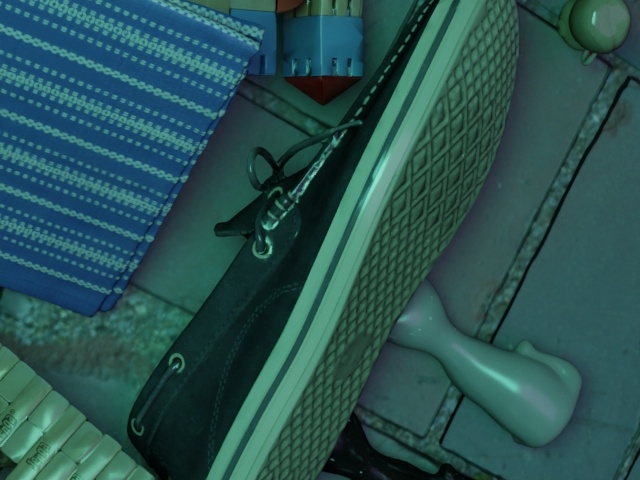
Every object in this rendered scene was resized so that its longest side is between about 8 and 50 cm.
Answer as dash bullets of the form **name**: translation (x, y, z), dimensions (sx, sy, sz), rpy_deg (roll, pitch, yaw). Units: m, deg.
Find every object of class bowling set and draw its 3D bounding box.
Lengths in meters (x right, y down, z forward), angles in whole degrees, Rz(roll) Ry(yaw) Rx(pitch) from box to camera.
- **bowling set**: translation (0.151, -0.288, 1.220), dimensions (0.199, 0.154, 0.287), rpy_deg (-4, 97, 0)

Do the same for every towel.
- **towel**: translation (-0.213, -0.080, 1.035), dimensions (0.243, 0.336, 0.040), rpy_deg (20, 45, -18)

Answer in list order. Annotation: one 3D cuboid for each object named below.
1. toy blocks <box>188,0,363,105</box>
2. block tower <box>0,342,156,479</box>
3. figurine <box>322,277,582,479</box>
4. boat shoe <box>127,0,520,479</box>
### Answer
- **toy blocks**: translation (-0.100, -0.235, 1.083), dimensions (0.381, 0.190, 0.261), rpy_deg (-4, 96, -44)
- **block tower**: translation (-0.224, 0.153, 1.067), dimensions (0.335, 0.091, 0.097), rpy_deg (38, 73, 8)
- **figurine**: translation (0.094, 0.150, 1.250), dimensions (0.209, 0.092, 0.215), rpy_deg (35, 82, -14)
- **boat shoe**: translation (0.000, 0.000, 1.143), dimensions (0.500, 0.156, 0.187), rpy_deg (-61, 154, 4)
